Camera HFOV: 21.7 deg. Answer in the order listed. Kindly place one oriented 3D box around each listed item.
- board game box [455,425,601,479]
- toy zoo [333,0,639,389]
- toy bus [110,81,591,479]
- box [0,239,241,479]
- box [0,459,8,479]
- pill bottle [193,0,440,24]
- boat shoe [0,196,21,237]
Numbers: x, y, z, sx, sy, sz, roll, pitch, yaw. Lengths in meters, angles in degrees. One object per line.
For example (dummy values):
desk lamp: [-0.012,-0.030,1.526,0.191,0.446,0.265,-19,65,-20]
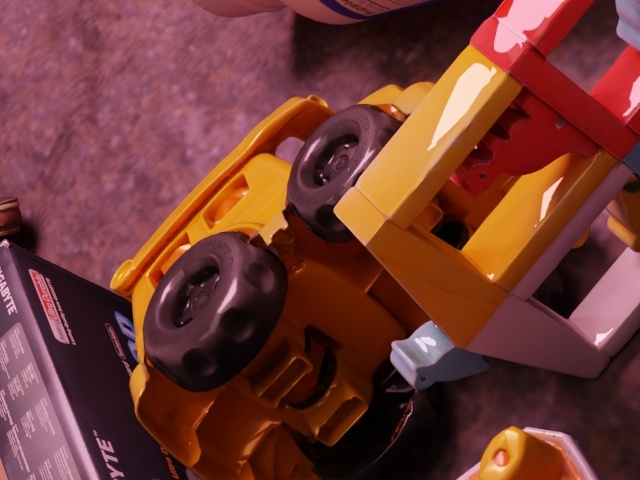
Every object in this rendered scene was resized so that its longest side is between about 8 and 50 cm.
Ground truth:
board game box: [0.025,0.327,0.632,0.390,0.050,0.390,-39,56,15]
toy zoo: [0.130,-0.049,0.729,0.293,0.192,0.030,-51,47,8]
toy bus: [0.000,0.000,0.867,0.220,0.149,0.211,-46,32,10]
box: [-0.084,0.116,0.842,0.051,0.175,0.220,-43,47,15]
box: [-0.182,0.186,0.998,0.201,0.021,0.164,13,79,44]
pill bottle: [0.044,-0.202,0.903,0.272,0.152,0.152,-9,64,38]
boat shoe: [-0.263,0.015,1.128,0.178,0.064,0.060,-19,89,34]
